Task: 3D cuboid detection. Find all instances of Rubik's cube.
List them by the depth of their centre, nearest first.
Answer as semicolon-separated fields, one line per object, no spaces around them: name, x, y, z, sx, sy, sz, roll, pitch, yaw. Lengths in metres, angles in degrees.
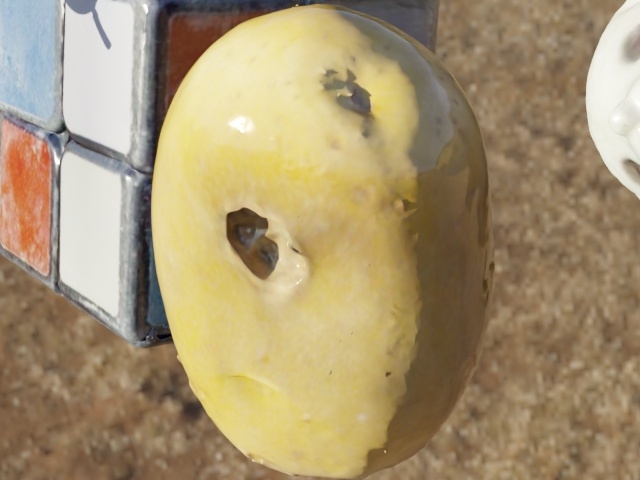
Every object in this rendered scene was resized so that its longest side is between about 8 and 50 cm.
Rubik's cube;-0.104;-0.107;1.578;0.318;0.313;0.316;-6;19;-32

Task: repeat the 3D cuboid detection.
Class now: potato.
potato;0.000;0.000;0.745;0.150;0.234;0.146;4;36;-3

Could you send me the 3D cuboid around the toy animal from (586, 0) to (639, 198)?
toy animal;0.287;-0.080;0.865;0.289;0.249;0.174;32;22;22
